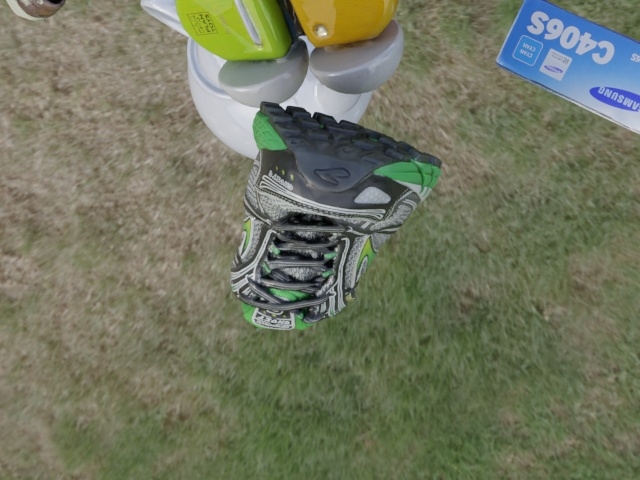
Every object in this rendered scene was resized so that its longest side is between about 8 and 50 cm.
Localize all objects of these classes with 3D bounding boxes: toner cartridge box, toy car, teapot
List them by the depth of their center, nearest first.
[{"bbox_3d":[-0.020,-0.199,0.678,0.182,0.136,0.159,-5,134,25],"label":"toy car"},{"bbox_3d":[0.319,-0.185,0.962,0.165,0.348,0.075,30,110,20],"label":"toner cartridge box"},{"bbox_3d":[-0.070,-0.224,1.059,0.256,0.187,0.252,-22,67,21],"label":"teapot"}]

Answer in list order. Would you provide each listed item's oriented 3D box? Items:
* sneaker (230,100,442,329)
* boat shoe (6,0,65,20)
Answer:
[{"bbox_3d":[0.000,0.000,0.673,0.134,0.343,0.146,18,78,2],"label":"sneaker"},{"bbox_3d":[-0.436,-0.431,1.232,0.095,0.095,0.257,-51,127,-28],"label":"boat shoe"}]
